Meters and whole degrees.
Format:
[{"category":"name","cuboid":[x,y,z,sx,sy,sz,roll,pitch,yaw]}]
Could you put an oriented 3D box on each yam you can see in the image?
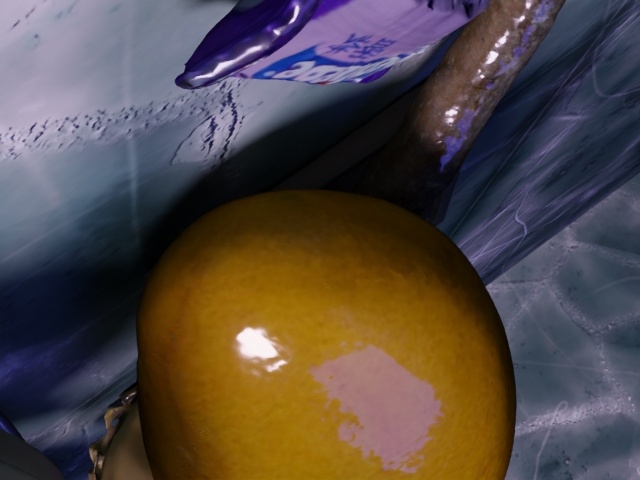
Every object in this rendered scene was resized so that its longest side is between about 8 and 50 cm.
[{"category":"yam","cuboid":[0.103,-0.109,0.868,0.061,0.061,0.274,-23,154,-46]}]

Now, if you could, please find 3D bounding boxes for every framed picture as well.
[{"category":"framed picture","cuboid":[0.000,0.000,1.137,0.326,0.028,0.446,-34,168,-9]}]

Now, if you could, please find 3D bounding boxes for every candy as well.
[{"category":"candy","cuboid":[0.030,-0.127,0.635,0.145,0.070,0.275,-34,174,24]}]

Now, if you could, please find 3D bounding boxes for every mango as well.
[{"category":"mango","cuboid":[0.001,0.123,0.933,0.300,0.232,0.446,-14,140,4]}]

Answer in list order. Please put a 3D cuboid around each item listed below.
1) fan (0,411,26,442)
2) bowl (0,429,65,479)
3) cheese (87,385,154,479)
[{"category":"fan","cuboid":[-0.238,0.227,1.055,0.057,0.023,0.282,-30,138,-2]},{"category":"bowl","cuboid":[-0.260,0.228,0.753,0.354,0.353,0.185,-47,-153,44]},{"category":"cheese","cuboid":[-0.086,0.244,1.201,0.128,0.315,0.260,86,25,-55]}]
